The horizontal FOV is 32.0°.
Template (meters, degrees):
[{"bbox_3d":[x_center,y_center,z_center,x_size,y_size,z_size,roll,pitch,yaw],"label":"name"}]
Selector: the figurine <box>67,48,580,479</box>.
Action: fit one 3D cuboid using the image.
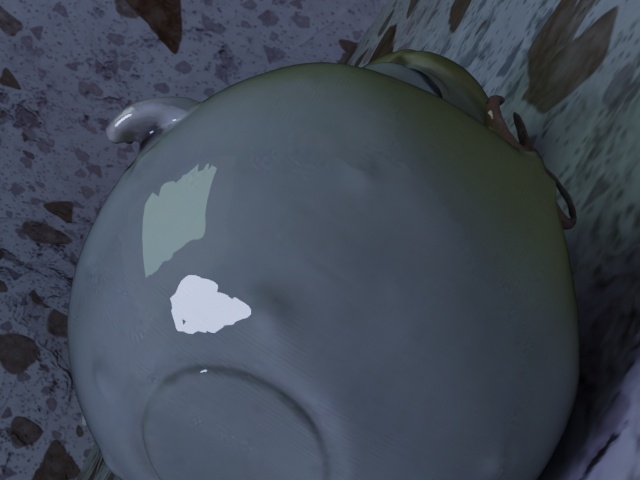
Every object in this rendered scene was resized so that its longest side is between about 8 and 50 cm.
[{"bbox_3d":[0.000,0.000,0.558,0.274,0.226,0.394,-25,16,26],"label":"figurine"}]
